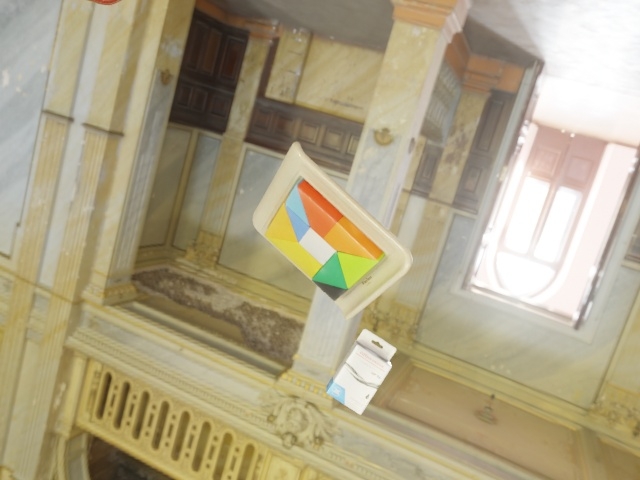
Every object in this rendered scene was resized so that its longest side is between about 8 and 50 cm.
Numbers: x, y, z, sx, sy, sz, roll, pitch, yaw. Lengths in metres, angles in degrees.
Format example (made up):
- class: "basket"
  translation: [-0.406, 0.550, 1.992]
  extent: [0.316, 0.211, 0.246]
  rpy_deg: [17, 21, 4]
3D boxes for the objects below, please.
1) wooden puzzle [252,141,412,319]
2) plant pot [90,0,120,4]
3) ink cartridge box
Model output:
- class: "wooden puzzle"
  translation: [0.000, 0.000, 0.858]
  extent: [0.239, 0.221, 0.044]
  rpy_deg: [47, -125, 5]
- class: "plant pot"
  translation: [-0.135, -0.278, 0.178]
  extent: [0.236, 0.267, 0.267]
  rpy_deg: [46, -163, -3]
- class: "ink cartridge box"
  translation: [0.048, 0.150, 0.661]
  extent: [0.048, 0.083, 0.028]
  rpy_deg: [32, 180, 1]
